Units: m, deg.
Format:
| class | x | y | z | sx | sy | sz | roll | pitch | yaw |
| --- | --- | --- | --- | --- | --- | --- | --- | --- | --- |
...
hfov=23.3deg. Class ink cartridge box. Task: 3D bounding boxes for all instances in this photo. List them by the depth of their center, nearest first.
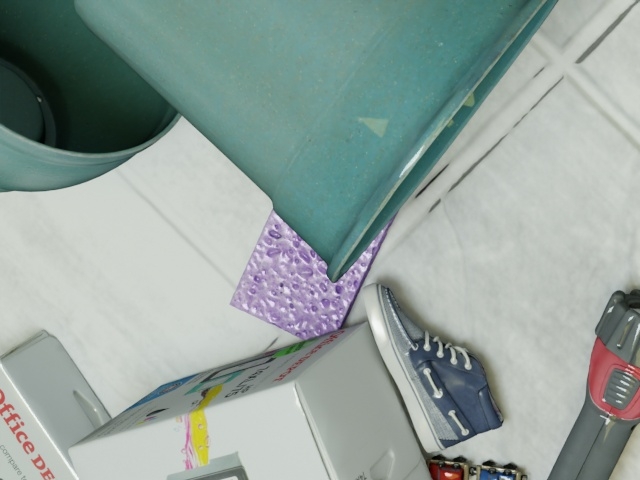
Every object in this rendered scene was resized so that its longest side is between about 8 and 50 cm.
| class | x | y | z | sx | sy | sz | roll | pitch | yaw |
| --- | --- | --- | --- | --- | --- | --- | --- | --- | --- |
| ink cartridge box | -0.063 | 0.230 | 1.543 | 0.270 | 0.198 | 0.197 | -19 | 96 | 26 |
| ink cartridge box | -0.369 | 0.264 | 1.692 | 0.289 | 0.121 | 0.211 | -34 | 91 | 19 |

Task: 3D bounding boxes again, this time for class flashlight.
| class | x | y | z | sx | sy | sz | roll | pitch | yaw |
| --- | --- | --- | --- | --- | --- | --- | --- | --- | --- |
| flashlight | 0.273 | 0.199 | 1.526 | 0.103 | 0.103 | 0.304 | 12 | 113 | -23 |

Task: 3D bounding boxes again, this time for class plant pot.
| class | x | y | z | sx | sy | sz | roll | pitch | yaw |
| --- | --- | --- | --- | --- | --- | --- | --- | --- | --- |
| plant pot | -0.013 | -0.197 | 1.373 | 0.334 | 0.341 | 0.341 | 38 | 109 | 3 |
| plant pot | -0.297 | -0.164 | 1.514 | 0.293 | 0.293 | 0.196 | 51 | 135 | -1 |

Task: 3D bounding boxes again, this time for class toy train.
| class | x | y | z | sx | sy | sz | roll | pitch | yaw |
| --- | --- | --- | --- | --- | --- | --- | --- | --- | --- |
| toy train | 0.133 | 0.238 | 1.598 | 0.158 | 0.036 | 0.027 | 5 | 104 | 14 |

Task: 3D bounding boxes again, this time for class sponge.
| class | x | y | z | sx | sy | sz | roll | pitch | yaw |
| --- | --- | --- | --- | --- | --- | --- | --- | --- | --- |
| sponge | 0.000 | 0.000 | 1.582 | 0.117 | 0.031 | 0.210 | 27 | 107 | 8 |

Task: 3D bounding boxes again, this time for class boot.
| class | x | y | z | sx | sy | sz | roll | pitch | yaw |
| --- | --- | --- | --- | --- | --- | --- | --- | --- | --- |
| boot | 0.114 | 0.118 | 1.567 | 0.086 | 0.069 | 0.190 | -22 | 104 | 11 |
